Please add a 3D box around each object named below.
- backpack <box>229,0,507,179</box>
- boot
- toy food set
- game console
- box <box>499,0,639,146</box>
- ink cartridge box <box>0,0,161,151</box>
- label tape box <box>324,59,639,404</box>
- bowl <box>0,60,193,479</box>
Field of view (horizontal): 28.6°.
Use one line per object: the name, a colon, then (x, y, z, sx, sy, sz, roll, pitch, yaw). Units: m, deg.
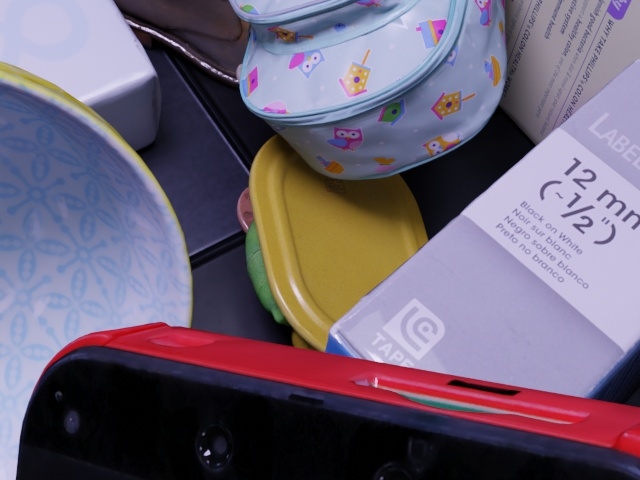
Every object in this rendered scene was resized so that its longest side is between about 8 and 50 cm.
backpack: (0.028, -0.138, 0.769, 0.166, 0.144, 0.188, -13, 62, 24)
boot: (-0.063, -0.173, 0.887, 0.219, 0.106, 0.082, 15, 60, 3)
toy food set: (0.000, 0.000, 0.824, 0.128, 0.071, 0.218, 7, 56, -30)
game console: (-0.002, 0.219, 0.511, 0.386, 0.060, 0.342, 6, 91, 41)
box: (0.198, -0.164, 0.848, 0.117, 0.213, 0.243, -30, 67, -21)
ink cartridge box: (-0.345, -0.132, 0.844, 0.385, 0.091, 0.308, -24, 66, -20)
label tape box: (0.145, 0.033, 0.710, 0.115, 0.249, 0.347, 40, 64, 17)
bowl: (-0.228, 0.011, 0.705, 0.289, 0.289, 0.156, -13, 30, -13)
